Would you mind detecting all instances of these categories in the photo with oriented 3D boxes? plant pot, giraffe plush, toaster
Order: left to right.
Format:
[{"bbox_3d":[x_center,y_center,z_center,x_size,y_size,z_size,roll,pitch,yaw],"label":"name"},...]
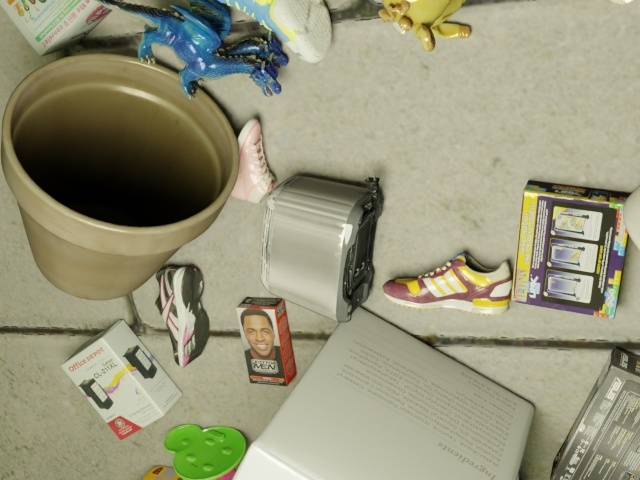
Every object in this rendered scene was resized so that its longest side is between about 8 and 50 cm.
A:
[{"bbox_3d":[-0.309,-0.060,1.314,0.323,0.323,0.280,35,137,4],"label":"plant pot"},{"bbox_3d":[0.000,0.000,1.295,0.147,0.129,0.226,15,119,18],"label":"toaster"},{"bbox_3d":[0.126,-0.320,1.072,0.181,0.170,0.210,31,121,7],"label":"giraffe plush"}]

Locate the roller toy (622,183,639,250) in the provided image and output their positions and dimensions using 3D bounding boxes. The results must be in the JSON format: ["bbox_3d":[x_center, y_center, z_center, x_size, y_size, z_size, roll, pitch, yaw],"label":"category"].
[{"bbox_3d":[0.472,-0.029,1.055,0.191,0.209,0.146,15,127,-30],"label":"roller toy"}]

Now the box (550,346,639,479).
[{"bbox_3d":[0.458,0.288,1.281,0.183,0.056,0.231,22,120,10],"label":"box"}]

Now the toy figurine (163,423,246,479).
[{"bbox_3d":[-0.190,0.425,1.587,0.173,0.130,0.159,14,130,40],"label":"toy figurine"}]

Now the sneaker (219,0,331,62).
[{"bbox_3d":[-0.082,-0.338,1.213,0.126,0.091,0.240,-16,107,47],"label":"sneaker"}]

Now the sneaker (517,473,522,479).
[{"bbox_3d":[0.341,0.471,1.390,0.153,0.101,0.268,5,120,19],"label":"sneaker"}]

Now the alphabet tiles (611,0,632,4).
[{"bbox_3d":[0.354,-0.428,1.018,0.284,0.021,0.278,-26,101,29],"label":"alphabet tiles"}]

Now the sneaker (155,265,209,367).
[{"bbox_3d":[-0.235,0.120,1.490,0.077,0.072,0.178,12,109,30],"label":"sneaker"}]

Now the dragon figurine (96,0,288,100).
[{"bbox_3d":[-0.177,-0.292,1.237,0.289,0.085,0.144,41,126,-17],"label":"dragon figurine"}]

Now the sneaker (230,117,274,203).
[{"bbox_3d":[-0.093,-0.113,1.327,0.070,0.051,0.134,25,123,8],"label":"sneaker"}]

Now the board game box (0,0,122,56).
[{"bbox_3d":[-0.400,-0.452,1.271,0.224,0.097,0.303,-31,98,31],"label":"board game box"}]

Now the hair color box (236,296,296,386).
[{"bbox_3d":[-0.087,0.164,1.453,0.072,0.043,0.141,0,112,23],"label":"hair color box"}]

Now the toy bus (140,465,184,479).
[{"bbox_3d":[-0.266,0.597,1.684,0.130,0.108,0.332,8,116,19],"label":"toy bus"}]

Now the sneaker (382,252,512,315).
[{"bbox_3d":[0.181,0.055,1.288,0.186,0.069,0.083,4,106,14],"label":"sneaker"}]

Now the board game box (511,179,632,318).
[{"bbox_3d":[0.338,0.012,1.210,0.141,0.048,0.170,10,117,20],"label":"board game box"}]

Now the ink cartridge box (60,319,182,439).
[{"bbox_3d":[-0.352,0.246,1.581,0.127,0.072,0.175,-33,98,31],"label":"ink cartridge box"}]

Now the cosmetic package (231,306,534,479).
[{"bbox_3d":[0.064,0.367,1.280,0.327,0.393,0.329,30,120,7],"label":"cosmetic package"}]
